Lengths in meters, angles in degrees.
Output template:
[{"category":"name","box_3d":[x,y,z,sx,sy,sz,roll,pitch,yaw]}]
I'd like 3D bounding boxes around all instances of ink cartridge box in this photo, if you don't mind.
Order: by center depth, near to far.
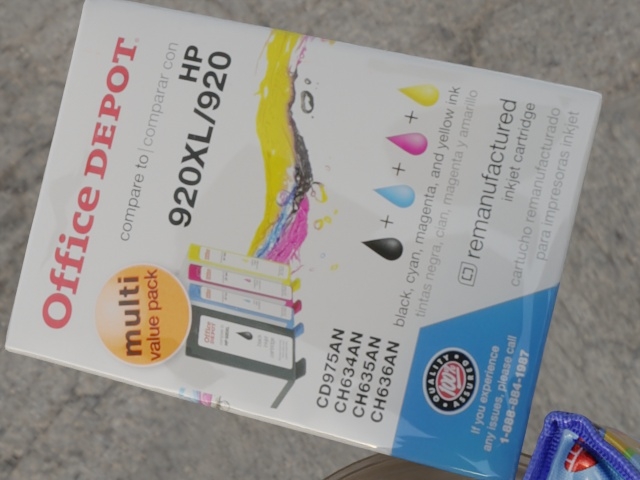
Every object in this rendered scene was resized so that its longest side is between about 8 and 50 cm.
[{"category":"ink cartridge box","box_3d":[0.000,0.000,0.540,0.233,0.168,0.171,13,88,11]}]

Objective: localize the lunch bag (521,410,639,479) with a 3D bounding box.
[{"category":"lunch bag","box_3d":[0.099,0.232,0.429,0.138,0.221,0.293,32,92,31]}]

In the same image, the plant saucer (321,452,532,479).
[{"category":"plant saucer","box_3d":[0.078,0.256,0.628,0.278,0.041,0.278,0,91,11]}]
